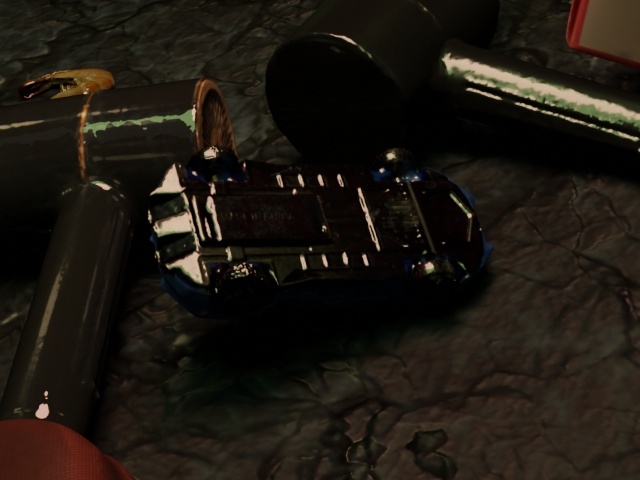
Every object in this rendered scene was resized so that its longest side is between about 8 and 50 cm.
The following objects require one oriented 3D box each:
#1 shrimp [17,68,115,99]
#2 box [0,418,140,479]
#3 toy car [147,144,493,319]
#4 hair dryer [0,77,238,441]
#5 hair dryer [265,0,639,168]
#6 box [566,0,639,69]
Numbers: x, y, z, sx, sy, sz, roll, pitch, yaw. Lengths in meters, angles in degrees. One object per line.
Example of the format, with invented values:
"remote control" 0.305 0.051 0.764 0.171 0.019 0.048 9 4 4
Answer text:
"shrimp" -0.221 -0.113 1.100 0.083 0.023 0.114 10 35 31
"box" -0.232 0.215 0.505 0.404 0.108 0.263 -26 27 3
"toy car" 0.000 0.000 0.818 0.216 0.063 0.103 0 54 -24
"hair dryer" -0.167 0.036 0.828 0.189 0.107 0.352 -6 41 12
"hair dryer" 0.148 -0.128 0.970 0.302 0.116 0.244 21 45 21
"box" 0.370 -0.277 0.880 0.314 0.300 0.312 19 44 14
